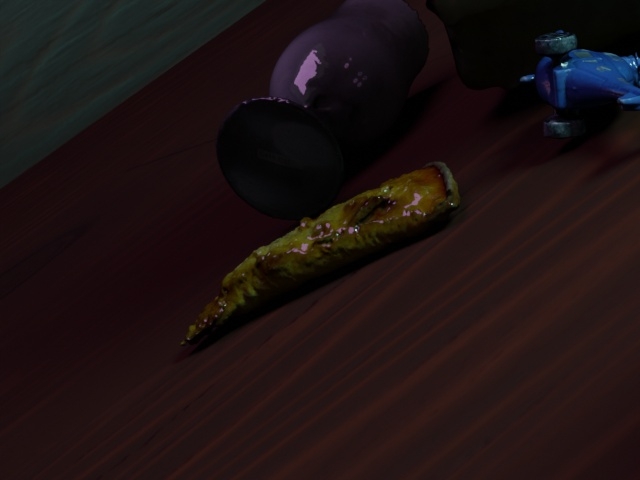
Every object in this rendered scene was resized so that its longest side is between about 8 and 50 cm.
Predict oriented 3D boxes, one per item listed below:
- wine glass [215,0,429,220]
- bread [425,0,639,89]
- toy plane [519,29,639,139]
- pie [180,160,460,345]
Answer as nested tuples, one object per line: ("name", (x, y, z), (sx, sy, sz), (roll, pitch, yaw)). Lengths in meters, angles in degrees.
("wine glass", (0.009, -0.099, 1.105), (0.093, 0.093, 0.202), (-25, 18, 34))
("bread", (0.182, -0.268, 0.892), (0.264, 0.395, 0.239), (-1, 46, 23))
("toy plane", (0.145, -0.079, 0.813), (0.062, 0.054, 0.167), (-9, 12, -4))
("pie", (0.002, -0.002, 0.910), (0.191, 0.033, 0.088), (-28, 11, 27))
